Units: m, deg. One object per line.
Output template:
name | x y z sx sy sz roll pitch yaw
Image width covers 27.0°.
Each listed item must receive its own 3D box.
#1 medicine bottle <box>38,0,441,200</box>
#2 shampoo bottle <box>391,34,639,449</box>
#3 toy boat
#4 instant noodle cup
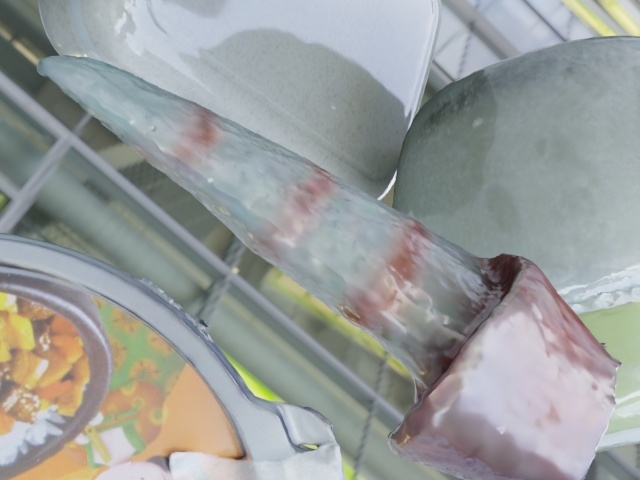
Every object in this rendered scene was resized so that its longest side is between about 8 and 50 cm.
medicine bottle | -0.049 -0.189 1.077 0.123 0.375 0.282 4 -109 38
shampoo bottle | 0.215 0.005 1.067 0.322 0.322 0.317 -27 -111 53
toy boat | 0.000 0.000 0.601 0.096 0.282 0.206 -54 -174 18
instant noodle cup | -0.105 0.090 0.406 0.125 0.208 0.177 154 -55 -79
